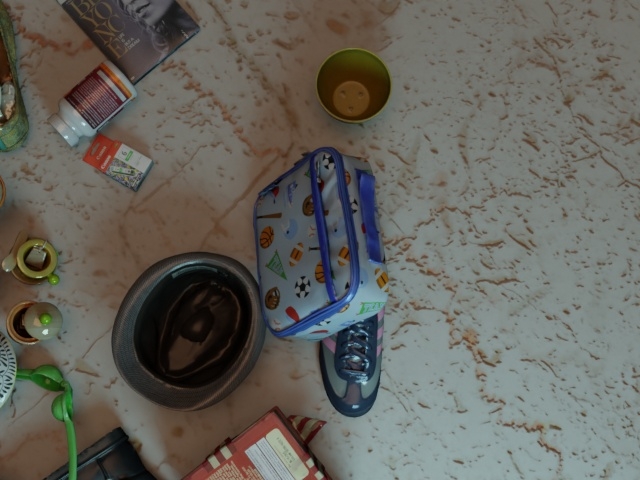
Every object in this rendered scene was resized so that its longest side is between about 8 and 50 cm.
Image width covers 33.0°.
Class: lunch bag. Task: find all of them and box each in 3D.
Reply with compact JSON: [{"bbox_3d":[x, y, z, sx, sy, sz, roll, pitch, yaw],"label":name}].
[{"bbox_3d":[0.000,0.000,1.781,0.115,0.243,0.303,13,58,-39],"label":"lunch bag"}]

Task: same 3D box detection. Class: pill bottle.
[{"bbox_3d":[-0.404,-0.240,1.907,0.152,0.086,0.086,-43,85,-7],"label":"pill bottle"}]

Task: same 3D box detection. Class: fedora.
[{"bbox_3d":[-0.218,0.155,1.832,0.243,0.124,0.275,24,76,1],"label":"fedora"}]

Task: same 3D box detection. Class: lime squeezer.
[{"bbox_3d":[-0.463,0.273,1.818,0.110,0.059,0.310,-27,57,-37],"label":"lime squeezer"}]

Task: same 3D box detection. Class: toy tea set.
[{"bbox_3d":[-0.546,0.021,1.812,0.336,0.124,0.200,44,64,-9],"label":"toy tea set"}]

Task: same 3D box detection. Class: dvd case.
[{"bbox_3d":[-0.351,-0.414,1.968,0.164,0.018,0.221,-41,84,-6],"label":"dvd case"}]

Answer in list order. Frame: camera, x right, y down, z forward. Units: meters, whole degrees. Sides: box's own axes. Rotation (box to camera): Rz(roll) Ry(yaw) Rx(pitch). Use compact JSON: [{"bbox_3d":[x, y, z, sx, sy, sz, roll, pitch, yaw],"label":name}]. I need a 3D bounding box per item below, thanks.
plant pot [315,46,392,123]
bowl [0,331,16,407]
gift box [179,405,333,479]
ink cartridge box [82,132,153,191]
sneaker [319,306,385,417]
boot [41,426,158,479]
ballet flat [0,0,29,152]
[{"bbox_3d":[0.056,-0.262,1.913,0.134,0.095,0.134,0,81,-1],"label":"plant pot"},{"bbox_3d":[-0.604,0.218,1.813,0.170,0.080,0.170,-5,73,18],"label":"bowl"},{"bbox_3d":[-0.072,0.417,1.729,0.276,0.258,0.255,-32,84,-6],"label":"gift box"},{"bbox_3d":[-0.362,-0.142,1.922,0.115,0.029,0.063,29,83,3],"label":"ink cartridge box"},{"bbox_3d":[0.055,0.140,1.835,0.112,0.131,0.319,0,82,-2],"label":"sneaker"},{"bbox_3d":[-0.369,0.461,1.799,0.246,0.094,0.207,-35,80,-12],"label":"boot"},{"bbox_3d":[-0.596,-0.328,1.903,0.123,0.123,0.349,-16,82,-3],"label":"ballet flat"}]
